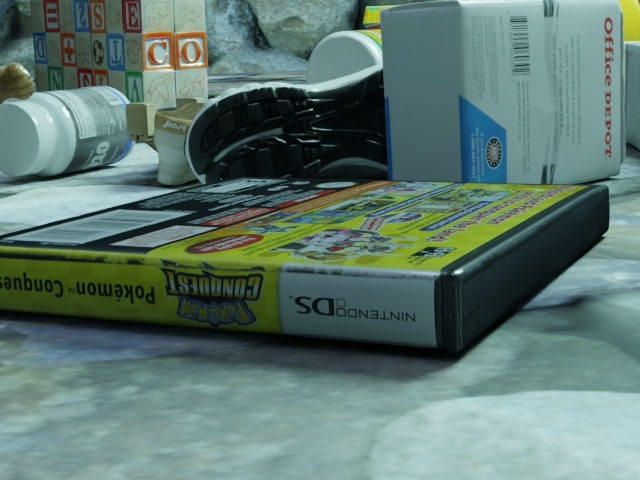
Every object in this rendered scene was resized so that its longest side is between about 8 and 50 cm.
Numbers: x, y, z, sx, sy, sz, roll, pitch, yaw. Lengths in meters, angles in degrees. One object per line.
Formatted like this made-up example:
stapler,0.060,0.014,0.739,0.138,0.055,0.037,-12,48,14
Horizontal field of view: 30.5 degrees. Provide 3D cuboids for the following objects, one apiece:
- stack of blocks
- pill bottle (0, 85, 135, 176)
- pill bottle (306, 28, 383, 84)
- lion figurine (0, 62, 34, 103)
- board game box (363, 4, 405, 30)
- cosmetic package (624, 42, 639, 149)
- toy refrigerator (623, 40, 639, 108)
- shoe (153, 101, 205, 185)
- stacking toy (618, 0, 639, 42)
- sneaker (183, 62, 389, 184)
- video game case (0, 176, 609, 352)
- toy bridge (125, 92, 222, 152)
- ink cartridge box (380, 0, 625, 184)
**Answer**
stack of blocks,-0.253,-0.215,1.450,0.087,0.171,0.297,-10,14,-36
pill bottle,-0.239,-0.100,1.085,0.078,0.078,0.137,3,12,28
pill bottle,0.083,-0.219,1.541,0.117,0.118,0.208,4,12,32
lion figurine,-0.398,-0.090,0.963,0.392,0.142,0.240,-11,29,50
board game box,0.166,-0.263,1.706,0.124,0.039,0.259,3,-17,26
cosmetic package,0.320,-0.125,1.043,0.060,0.099,0.239,-2,11,5
toy refrigerator,0.313,-0.171,1.317,0.269,0.094,0.102,1,4,12
shoe,-0.098,-0.091,1.063,0.076,0.058,0.219,9,12,15
stacking toy,0.490,-0.331,1.763,0.479,0.351,0.350,-18,7,13
sneaker,0.021,-0.090,0.930,0.271,0.100,0.108,-6,6,-16
video game case,0.000,0.000,0.620,0.248,0.035,0.275,2,11,25
toy bridge,-0.126,-0.107,1.135,0.026,0.063,0.188,2,10,24
ink cartridge box,0.140,-0.108,0.875,0.190,0.140,0.082,-11,12,-43
